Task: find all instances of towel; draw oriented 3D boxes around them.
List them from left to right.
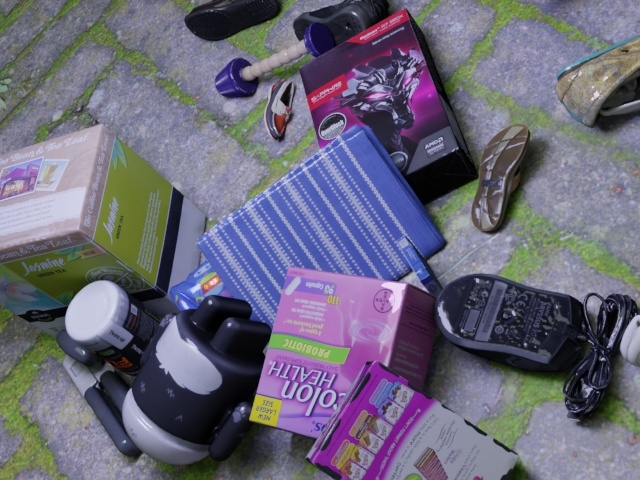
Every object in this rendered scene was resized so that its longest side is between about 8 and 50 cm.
[{"bbox_3d":[0.000,0.000,1.628,0.336,0.243,0.040,-34,9,9],"label":"towel"}]

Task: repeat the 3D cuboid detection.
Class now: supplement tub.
[{"bbox_3d":[-0.332,0.158,1.736,0.117,0.190,0.117,-18,52,24],"label":"supplement tub"}]

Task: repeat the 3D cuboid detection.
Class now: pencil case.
[{"bbox_3d":[-0.109,0.046,1.713,0.306,0.119,0.133,-39,50,5],"label":"pencil case"}]

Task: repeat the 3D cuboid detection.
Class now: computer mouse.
[{"bbox_3d":[0.290,0.134,1.436,0.272,0.072,0.188,18,69,27],"label":"computer mouse"}]

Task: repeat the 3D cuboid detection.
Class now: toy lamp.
[{"bbox_3d":[-0.096,-0.342,1.970,0.275,0.080,0.080,-15,53,38],"label":"toy lamp"}]

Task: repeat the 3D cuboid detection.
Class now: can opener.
[{"bbox_3d":[-0.388,0.256,1.772,0.076,0.095,0.283,-47,47,-1],"label":"can opener"}]

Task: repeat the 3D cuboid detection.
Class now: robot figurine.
[{"bbox_3d":[-0.191,0.220,1.593,0.278,0.173,0.209,-57,14,14],"label":"robot figurine"}]

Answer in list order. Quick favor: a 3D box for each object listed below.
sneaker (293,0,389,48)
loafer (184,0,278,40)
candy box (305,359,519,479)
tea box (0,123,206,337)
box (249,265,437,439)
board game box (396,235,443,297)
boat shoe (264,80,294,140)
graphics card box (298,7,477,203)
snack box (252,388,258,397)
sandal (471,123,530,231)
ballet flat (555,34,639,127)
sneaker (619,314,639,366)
[{"bbox_3d":[0.048,-0.426,1.957,0.130,0.087,0.227,-38,20,-30],"label":"sneaker"},{"bbox_3d":[-0.184,-0.487,2.155,0.220,0.080,0.078,-9,46,22],"label":"loafer"},{"bbox_3d":[0.120,0.286,1.344,0.233,0.071,0.159,34,79,-2],"label":"candy box"},{"bbox_3d":[-0.435,-0.003,1.821,0.329,0.323,0.220,-12,55,27],"label":"tea box"},{"bbox_3d":[0.037,0.177,1.498,0.213,0.117,0.243,8,79,36],"label":"box"},{"bbox_3d":[0.158,0.048,1.558,0.020,0.090,0.090,-33,48,7],"label":"board game box"},{"bbox_3d":[-0.076,-0.249,1.940,0.043,0.049,0.137,-14,49,23],"label":"boat shoe"},{"bbox_3d":[0.107,-0.212,1.763,0.233,0.094,0.371,-26,51,16],"label":"graphics card box"},{"bbox_3d":[-0.135,0.219,1.681,0.178,0.022,0.064,6,66,35],"label":"snack box"},{"bbox_3d":[0.286,-0.096,1.604,0.072,0.049,0.180,10,81,43],"label":"sandal"},{"bbox_3d":[0.528,-0.280,1.532,0.348,0.123,0.123,-29,49,13],"label":"ballet flat"},{"bbox_3d":[0.522,0.096,1.286,0.292,0.110,0.118,-29,58,15],"label":"sneaker"}]
